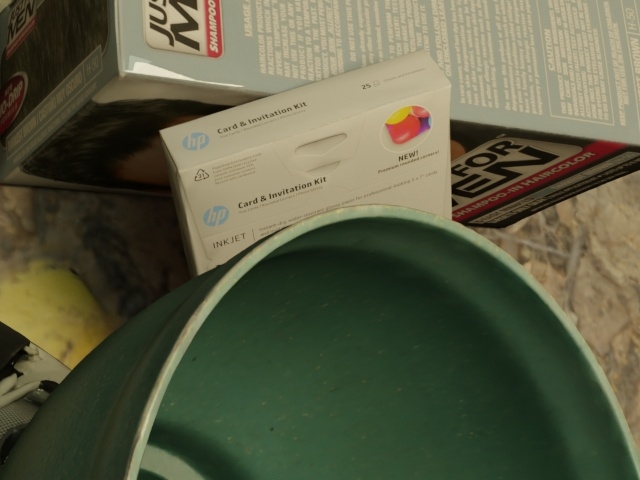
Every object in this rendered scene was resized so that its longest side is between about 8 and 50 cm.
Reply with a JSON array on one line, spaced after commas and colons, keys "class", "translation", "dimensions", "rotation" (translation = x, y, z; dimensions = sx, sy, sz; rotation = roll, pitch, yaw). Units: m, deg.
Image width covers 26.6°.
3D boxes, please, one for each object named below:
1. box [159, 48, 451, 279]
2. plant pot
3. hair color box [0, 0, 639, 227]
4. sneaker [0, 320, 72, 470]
[{"class": "box", "translation": [0.000, 0.000, 0.726], "dimensions": [0.145, 0.186, 0.038], "rotation": [-19, 47, -11]}, {"class": "plant pot", "translation": [-0.022, 0.149, 0.531], "dimensions": [0.293, 0.196, 0.293], "rotation": [17, 66, -42]}, {"class": "hair color box", "translation": [0.014, -0.094, 0.815], "dimensions": [0.374, 0.185, 0.114], "rotation": [5, 73, -30]}, {"class": "sneaker", "translation": [-0.167, 0.085, 0.656], "dimensions": [0.330, 0.146, 0.122], "rotation": [40, 61, -18]}]
